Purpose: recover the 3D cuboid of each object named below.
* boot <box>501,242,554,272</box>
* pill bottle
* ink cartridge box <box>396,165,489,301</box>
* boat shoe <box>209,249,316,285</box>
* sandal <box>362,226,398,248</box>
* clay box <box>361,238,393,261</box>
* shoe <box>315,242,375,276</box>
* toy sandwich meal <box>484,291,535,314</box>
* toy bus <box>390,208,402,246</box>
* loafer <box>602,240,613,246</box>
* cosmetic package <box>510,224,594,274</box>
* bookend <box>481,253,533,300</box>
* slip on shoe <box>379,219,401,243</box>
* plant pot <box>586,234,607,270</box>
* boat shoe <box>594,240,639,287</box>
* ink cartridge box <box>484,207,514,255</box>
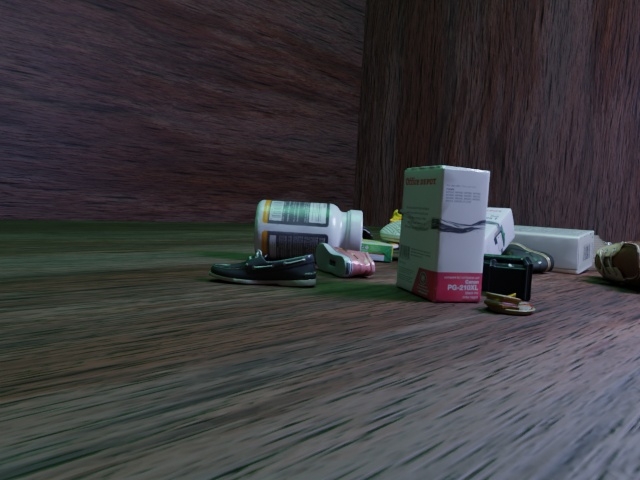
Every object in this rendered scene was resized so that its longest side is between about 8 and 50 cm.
[{"bbox_3d":[0.538,0.051,1.552,0.137,0.076,0.198,-5,7,-32],"label":"boot"},{"bbox_3d":[-0.031,-0.022,1.460,0.279,0.162,0.162,4,4,0],"label":"pill bottle"},{"bbox_3d":[0.225,-0.016,1.024,0.100,0.237,0.172,2,4,-15],"label":"ink cartridge box"},{"bbox_3d":[-0.109,0.049,1.044,0.206,0.064,0.075,3,4,2],"label":"boat shoe"},{"bbox_3d":[0.178,-0.013,2.095,0.265,0.076,0.102,6,4,29],"label":"sandal"},{"bbox_3d":[0.150,0.027,1.664,0.128,0.053,0.222,6,3,4],"label":"clay box"},{"bbox_3d":[0.055,0.048,1.262,0.081,0.063,0.178,3,9,-24],"label":"shoe"},{"bbox_3d":[0.312,0.102,0.901,0.086,0.029,0.085,3,4,0],"label":"toy sandwich meal"},{"bbox_3d":[0.366,-0.029,2.104,0.220,0.149,0.211,7,16,17],"label":"toy bus"},{"bbox_3d":[1.025,0.036,2.020,0.094,0.087,0.251,3,4,0],"label":"loafer"},{"bbox_3d":[0.650,0.020,1.669,0.309,0.113,0.160,6,11,41],"label":"cosmetic package"},{"bbox_3d":[0.342,0.068,1.107,0.157,0.072,0.156,4,4,18],"label":"bookend"},{"bbox_3d":[0.324,0.010,1.622,0.331,0.101,0.123,12,36,33],"label":"slip on shoe"},{"bbox_3d":[0.837,0.032,1.777,0.237,0.109,0.237,2,4,0],"label":"plant pot"},{"bbox_3d":[0.749,0.061,1.347,0.120,0.122,0.324,-1,-6,19],"label":"boat shoe"},{"bbox_3d":[0.385,-0.003,1.413,0.160,0.092,0.219,6,33,40],"label":"ink cartridge box"}]
